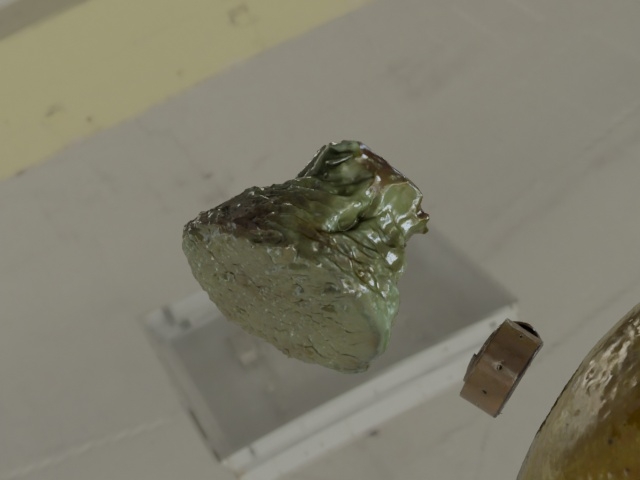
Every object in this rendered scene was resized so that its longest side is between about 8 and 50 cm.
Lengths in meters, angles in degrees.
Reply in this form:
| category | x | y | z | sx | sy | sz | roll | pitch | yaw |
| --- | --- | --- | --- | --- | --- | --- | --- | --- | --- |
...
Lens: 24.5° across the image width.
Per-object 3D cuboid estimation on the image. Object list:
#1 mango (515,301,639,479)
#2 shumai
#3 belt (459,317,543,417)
| category | x | y | z | sx | sy | sz | roll | pitch | yaw |
| --- | --- | --- | --- | --- | --- | --- | --- | --- | --- |
| mango | 0.197 | 0.116 | 0.753 | 0.329 | 0.176 | 0.175 | -45 | -172 | 38 |
| shumai | -0.001 | -0.001 | 0.695 | 0.124 | 0.099 | 0.087 | 9 | -127 | 44 |
| belt | 0.118 | 0.081 | 0.962 | 0.036 | 0.083 | 0.059 | 32 | -111 | 9 |
